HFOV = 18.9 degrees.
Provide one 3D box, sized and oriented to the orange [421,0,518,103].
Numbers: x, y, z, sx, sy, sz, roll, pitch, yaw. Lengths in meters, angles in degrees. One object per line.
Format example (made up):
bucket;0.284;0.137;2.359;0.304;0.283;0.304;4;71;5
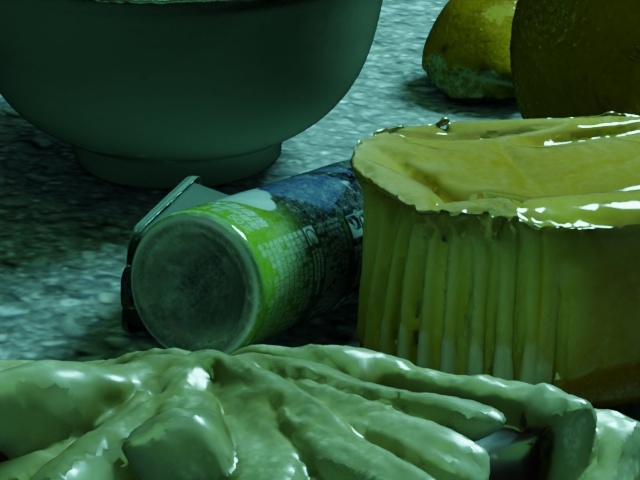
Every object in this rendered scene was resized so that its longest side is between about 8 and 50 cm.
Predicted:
orange;0.171;-0.188;1.754;0.160;0.112;0.170;-2;12;-4

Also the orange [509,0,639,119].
orange;0.275;-0.140;1.446;0.274;0.274;0.274;0;24;0

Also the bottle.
bottle;0.000;0.000;1.264;0.093;0.093;0.330;12;15;25

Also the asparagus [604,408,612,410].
asparagus;0.115;0.110;1.168;0.127;0.015;0.018;0;44;1

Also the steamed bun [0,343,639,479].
steamed bun;-0.037;0.124;0.942;0.428;0.189;0.247;4;31;8

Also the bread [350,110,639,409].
bread;0.154;0.021;1.200;0.288;0.156;0.204;-7;22;-25

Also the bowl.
bowl;-0.118;-0.158;1.570;0.354;0.185;0.354;0;24;0

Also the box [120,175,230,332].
box;-0.081;0.015;1.309;0.069;0.084;0.122;15;28;14
